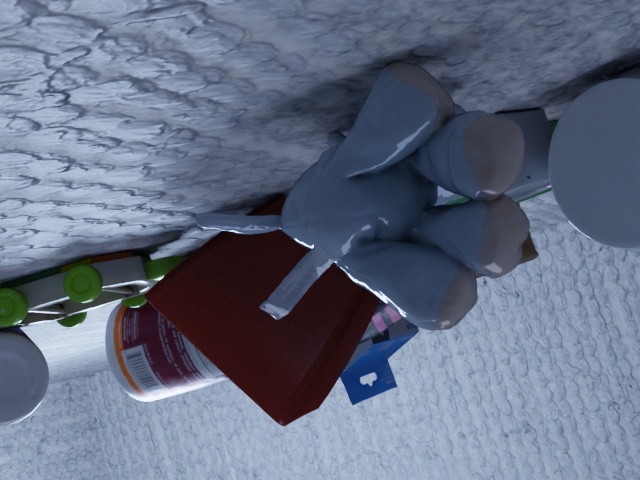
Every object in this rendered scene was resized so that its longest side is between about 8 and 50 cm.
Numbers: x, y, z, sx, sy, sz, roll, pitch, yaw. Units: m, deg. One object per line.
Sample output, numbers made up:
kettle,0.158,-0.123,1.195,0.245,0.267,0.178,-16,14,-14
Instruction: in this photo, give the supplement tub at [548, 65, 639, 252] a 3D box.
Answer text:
supplement tub,0.472,-0.109,1.226,0.331,0.241,0.241,-9,170,-44

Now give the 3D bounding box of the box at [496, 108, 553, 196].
box,0.254,-0.113,1.262,0.102,0.101,0.087,-12,172,-39

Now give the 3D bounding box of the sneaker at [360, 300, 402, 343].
sneaker,0.096,0.097,1.612,0.131,0.112,0.319,-16,155,-44

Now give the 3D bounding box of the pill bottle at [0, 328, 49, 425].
pill bottle,-0.561,0.213,1.616,0.152,0.152,0.272,-13,-170,-24

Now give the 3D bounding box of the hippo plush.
hippo plush,0.085,-0.032,0.972,0.294,0.234,0.236,-38,178,16

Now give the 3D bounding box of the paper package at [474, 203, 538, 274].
paper package,0.250,0.017,1.987,0.324,0.168,0.309,-21,171,30

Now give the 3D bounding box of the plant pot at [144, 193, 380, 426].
plant pot,-0.050,0.082,1.389,0.236,0.267,0.267,-50,169,5

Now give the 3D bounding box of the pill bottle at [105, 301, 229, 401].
pill bottle,-0.222,0.181,1.932,0.392,0.224,0.224,-17,173,21

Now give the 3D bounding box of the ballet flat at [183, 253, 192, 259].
ballet flat,-0.247,0.068,1.660,0.068,0.072,0.213,-5,168,-29

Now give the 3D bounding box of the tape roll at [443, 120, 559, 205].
tape roll,0.262,-0.098,1.498,0.321,0.077,0.321,-15,173,-2

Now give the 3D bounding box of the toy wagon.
toy wagon,-0.351,0.075,1.490,0.344,0.068,0.267,-18,173,4

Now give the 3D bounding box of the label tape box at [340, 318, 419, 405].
label tape box,0.115,0.170,2.116,0.115,0.348,0.249,-20,172,29
